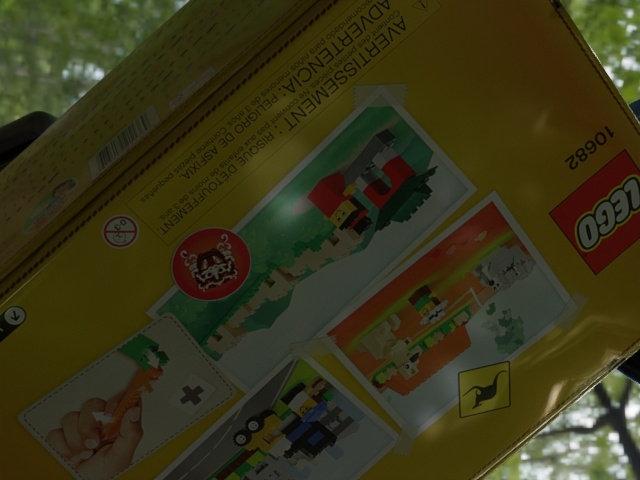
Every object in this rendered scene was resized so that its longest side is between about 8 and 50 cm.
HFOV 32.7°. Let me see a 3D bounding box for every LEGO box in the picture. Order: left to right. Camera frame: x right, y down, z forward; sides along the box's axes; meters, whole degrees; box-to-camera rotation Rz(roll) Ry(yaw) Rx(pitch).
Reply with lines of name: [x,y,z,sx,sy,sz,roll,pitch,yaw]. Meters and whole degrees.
LEGO box: [-0.012,0.025,0.797,0.500,0.372,0.193,-41,-152,3]

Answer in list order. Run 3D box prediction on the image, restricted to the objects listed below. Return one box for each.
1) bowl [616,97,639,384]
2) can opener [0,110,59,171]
bowl: [0.450,0.015,1.238,0.391,0.077,0.391,11,-64,24]
can opener: [-0.359,-0.043,0.981,0.283,0.095,0.076,-21,-111,22]
